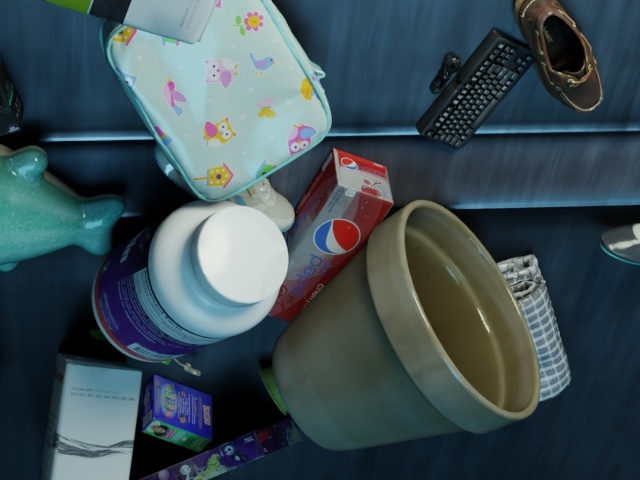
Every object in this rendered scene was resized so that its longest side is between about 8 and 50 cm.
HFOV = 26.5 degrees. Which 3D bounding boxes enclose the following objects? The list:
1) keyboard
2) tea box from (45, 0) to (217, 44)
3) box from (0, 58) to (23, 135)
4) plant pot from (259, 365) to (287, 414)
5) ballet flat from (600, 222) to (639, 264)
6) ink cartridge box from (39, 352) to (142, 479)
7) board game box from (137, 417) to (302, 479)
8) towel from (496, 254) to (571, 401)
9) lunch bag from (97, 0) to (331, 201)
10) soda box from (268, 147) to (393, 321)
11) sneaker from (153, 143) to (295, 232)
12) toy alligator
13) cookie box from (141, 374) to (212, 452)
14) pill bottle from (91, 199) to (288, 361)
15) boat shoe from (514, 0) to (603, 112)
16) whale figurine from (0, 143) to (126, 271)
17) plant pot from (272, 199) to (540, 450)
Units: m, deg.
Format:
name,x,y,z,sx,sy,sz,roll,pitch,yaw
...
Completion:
name,x,y,z,sx,sy,sz,roll,pitch,yaw
keyboard,0.198,-0.201,1.811,0.108,0.023,0.180,22,124,-25
tea box,-0.241,-0.410,1.361,0.324,0.329,0.220,15,128,-18
box,-0.422,-0.179,1.727,0.062,0.052,0.083,-12,133,5
plant pot,-0.041,0.217,2.120,0.079,0.083,0.083,-30,130,2
ballet flat,0.506,0.004,2.002,0.203,0.074,0.074,14,128,-27
ink cartridge box,-0.344,0.310,1.990,0.115,0.198,0.272,8,87,-15
board game box,-0.216,0.375,2.169,0.347,0.056,0.208,-24,168,13
towel,0.226,0.166,2.074,0.284,0.121,0.235,-18,130,8
lunch bag,-0.122,-0.201,1.672,0.224,0.108,0.279,-34,120,-3
soda box,0.000,0.000,1.921,0.092,0.083,0.263,19,127,-21
sneaker,-0.112,-0.084,1.831,0.092,0.087,0.229,-40,127,23
toy alligator,-0.256,0.151,2.047,0.190,0.056,0.051,23,84,-25
cookie box,-0.224,0.272,2.127,0.107,0.092,0.040,25,127,-26
pill bottle,-0.170,0.052,1.796,0.181,0.181,0.323,21,157,-24
boat shoe,0.316,-0.234,1.758,0.073,0.073,0.207,-41,129,4
whale figurine,-0.400,-0.025,1.806,0.272,0.141,0.216,13,128,-19
plant pot,0.099,0.151,1.859,0.280,0.323,0.323,-32,128,26
